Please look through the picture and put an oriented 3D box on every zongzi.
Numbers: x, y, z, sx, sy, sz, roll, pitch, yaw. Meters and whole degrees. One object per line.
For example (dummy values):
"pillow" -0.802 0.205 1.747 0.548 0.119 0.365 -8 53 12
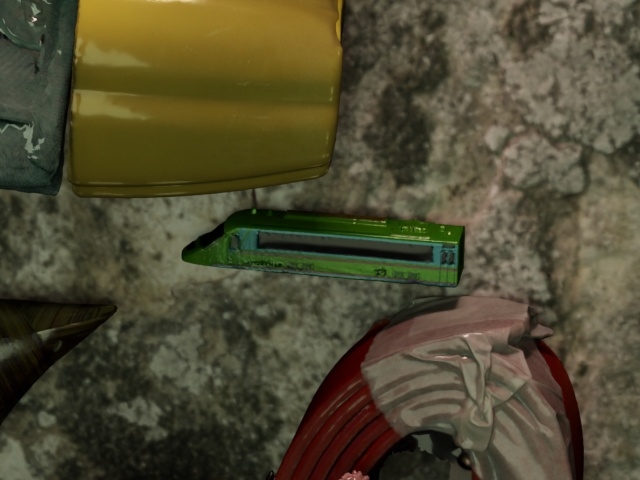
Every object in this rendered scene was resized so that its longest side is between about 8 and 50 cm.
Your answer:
"zongzi" -0.247 0.129 1.420 0.184 0.084 0.187 1 114 0

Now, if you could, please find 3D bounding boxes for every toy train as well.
"toy train" 0.000 0.000 1.344 0.209 0.044 0.042 5 108 9

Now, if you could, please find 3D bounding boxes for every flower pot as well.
"flower pot" -0.075 -0.118 1.259 0.179 0.195 0.195 5 108 -3

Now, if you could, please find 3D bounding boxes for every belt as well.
"belt" 0.077 0.191 1.351 0.227 0.115 0.324 16 109 5

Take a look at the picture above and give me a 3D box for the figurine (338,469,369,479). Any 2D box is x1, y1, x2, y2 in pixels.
"figurine" 0.067 0.209 1.272 0.129 0.054 0.072 15 106 5

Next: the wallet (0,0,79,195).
"wallet" -0.273 -0.211 1.237 0.237 0.075 0.342 7 89 -11
